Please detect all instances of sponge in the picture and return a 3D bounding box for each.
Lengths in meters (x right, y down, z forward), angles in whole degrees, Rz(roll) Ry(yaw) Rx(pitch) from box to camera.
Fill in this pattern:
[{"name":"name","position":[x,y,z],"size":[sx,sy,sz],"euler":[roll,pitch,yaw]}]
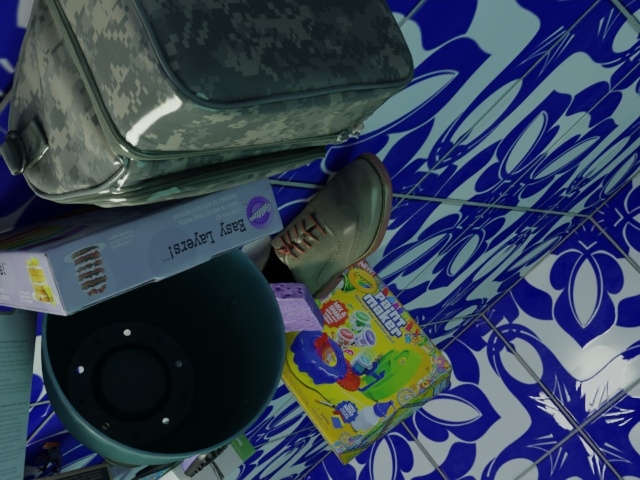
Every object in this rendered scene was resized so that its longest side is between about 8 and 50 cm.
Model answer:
[{"name":"sponge","position":[-0.066,0.115,1.518],"size":[0.117,0.031,0.210],"euler":[-4,160,8]}]

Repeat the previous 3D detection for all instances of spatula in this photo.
[{"name":"spatula","position":[-0.370,0.483,1.821],"size":[0.296,0.030,0.084],"euler":[-39,154,29]}]

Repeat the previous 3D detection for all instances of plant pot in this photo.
[{"name":"plant pot","position":[-0.221,0.154,1.180],"size":[0.293,0.293,0.235],"euler":[-26,169,-31]}]

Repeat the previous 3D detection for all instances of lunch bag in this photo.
[{"name":"lunch bag","position":[-0.106,-0.147,0.824],"size":[0.305,0.212,0.256],"euler":[-17,168,-45]}]

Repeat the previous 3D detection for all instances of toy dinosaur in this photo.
[{"name":"toy dinosaur","position":[-0.469,0.371,1.601],"size":[0.090,0.047,0.082],"euler":[-98,-151,-63]}]

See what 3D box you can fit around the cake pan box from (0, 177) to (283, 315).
[{"name":"cake pan box","position":[-0.207,-0.002,0.954],"size":[0.267,0.070,0.245],"euler":[-22,-164,-36]}]

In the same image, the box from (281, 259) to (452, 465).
[{"name":"box","position":[0.067,0.246,1.867],"size":[0.279,0.290,0.177],"euler":[-36,160,-9]}]

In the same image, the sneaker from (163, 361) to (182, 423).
[{"name":"sneaker","position":[-0.234,0.195,1.497],"size":[0.283,0.110,0.122],"euler":[-32,118,-31]}]

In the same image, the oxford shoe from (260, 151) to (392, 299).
[{"name":"oxford shoe","position":[0.000,0.000,1.454],"size":[0.130,0.123,0.348],"euler":[-16,150,-37]}]

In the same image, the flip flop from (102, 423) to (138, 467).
[{"name":"flip flop","position":[-0.362,0.371,1.686],"size":[0.080,0.112,0.277],"euler":[-26,167,4]}]

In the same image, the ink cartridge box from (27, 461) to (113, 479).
[{"name":"ink cartridge box","position":[-0.490,0.453,1.536],"size":[0.234,0.088,0.193],"euler":[-23,166,23]}]

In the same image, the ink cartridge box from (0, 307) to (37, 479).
[{"name":"ink cartridge box","position":[-0.400,0.221,1.033],"size":[0.176,0.069,0.371],"euler":[17,78,-74]}]

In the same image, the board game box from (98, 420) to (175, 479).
[{"name":"board game box","position":[-0.313,0.420,1.934],"size":[0.305,0.053,0.193],"euler":[-36,160,-6]}]

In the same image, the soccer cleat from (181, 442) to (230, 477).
[{"name":"soccer cleat","position":[-0.222,0.344,1.797],"size":[0.108,0.116,0.318],"euler":[-36,160,-46]}]

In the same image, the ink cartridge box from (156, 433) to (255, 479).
[{"name":"ink cartridge box","position":[-0.279,0.533,2.110],"size":[0.219,0.092,0.160],"euler":[-30,171,-48]}]

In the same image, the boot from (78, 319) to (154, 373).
[{"name":"boot","position":[-0.248,0.166,1.372],"size":[0.258,0.123,0.095],"euler":[-46,159,22]}]
